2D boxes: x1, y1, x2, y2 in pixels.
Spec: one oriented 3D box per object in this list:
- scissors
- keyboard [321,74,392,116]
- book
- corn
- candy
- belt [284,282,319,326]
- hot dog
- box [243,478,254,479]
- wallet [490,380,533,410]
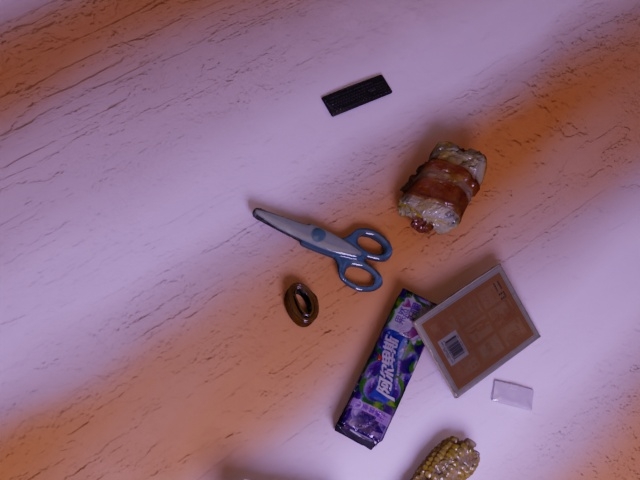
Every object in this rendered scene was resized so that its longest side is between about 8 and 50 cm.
[{"bbox_3d":[0.000,0.000,1.914,0.289,0.041,0.138,24,63,-5],"label":"scissors"},{"bbox_3d":[0.079,-0.311,2.081,0.155,0.010,0.053,-25,73,-20],"label":"keyboard"},{"bbox_3d":[0.303,0.171,1.881,0.241,0.018,0.170,-29,90,-29],"label":"book"},{"bbox_3d":[0.183,0.460,1.732,0.086,0.086,0.288,40,66,7],"label":"corn"},{"bbox_3d":[0.131,0.237,1.829,0.088,0.061,0.312,27,64,3],"label":"candy"},{"bbox_3d":[-0.035,0.123,1.859,0.059,0.036,0.083,-16,72,-25],"label":"belt"},{"bbox_3d":[0.249,-0.103,1.978,0.146,0.103,0.213,29,67,26],"label":"hot dog"},{"bbox_3d":[-0.058,0.555,1.623,0.203,0.116,0.274,11,65,-7],"label":"box"},{"bbox_3d":[0.371,0.299,1.880,0.083,0.011,0.044,15,65,-5],"label":"wallet"}]
